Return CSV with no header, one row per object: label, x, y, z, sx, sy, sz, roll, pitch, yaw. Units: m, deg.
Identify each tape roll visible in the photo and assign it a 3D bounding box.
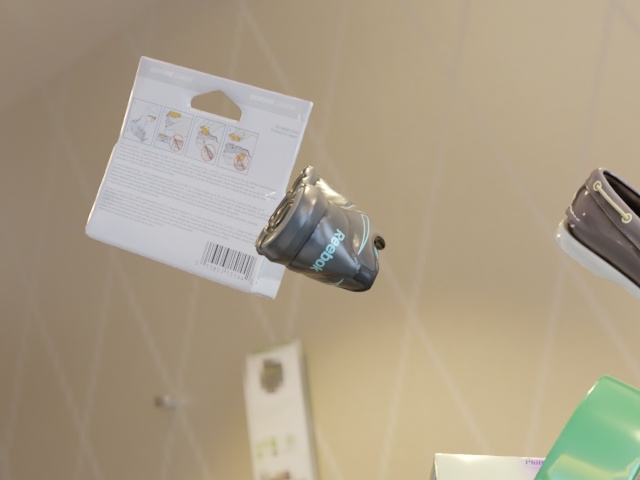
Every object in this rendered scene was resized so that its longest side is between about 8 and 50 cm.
tape roll,0.228,0.283,1.551,0.077,0.321,0.321,27,-7,16

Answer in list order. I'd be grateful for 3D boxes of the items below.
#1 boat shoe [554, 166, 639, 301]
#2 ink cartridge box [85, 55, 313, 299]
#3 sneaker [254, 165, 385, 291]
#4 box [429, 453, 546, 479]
boat shoe,0.405,0.036,1.822,0.117,0.324,0.096,-8,-52,-51
ink cartridge box,-0.152,-0.086,2.224,0.296,0.261,0.066,18,0,31
sneaker,0.000,0.000,1.596,0.106,0.101,0.267,33,8,-5
box,0.246,0.388,2.022,0.214,0.243,0.117,3,-52,-7
